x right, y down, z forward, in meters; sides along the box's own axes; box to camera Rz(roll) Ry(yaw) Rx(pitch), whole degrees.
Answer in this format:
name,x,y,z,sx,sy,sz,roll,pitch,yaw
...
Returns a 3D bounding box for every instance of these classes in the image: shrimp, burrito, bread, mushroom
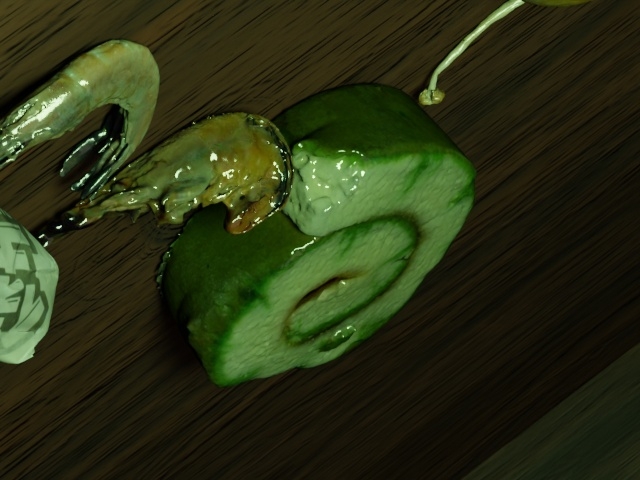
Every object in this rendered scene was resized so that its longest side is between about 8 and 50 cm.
name,x,y,z,sx,sy,sz,roll,pitch,yaw
shrimp,-0.229,-0.090,1.380,0.219,0.046,0.152,-34,150,-31
shrimp,-0.141,-0.036,1.506,0.262,0.117,0.066,-32,175,-14
burrito,-0.344,-0.010,1.283,0.101,0.139,0.445,-4,158,18
bread,0.000,0.000,1.722,0.366,0.129,0.382,-31,151,-15
mushroom,0.207,-0.253,1.714,0.286,0.028,0.026,-47,-173,1

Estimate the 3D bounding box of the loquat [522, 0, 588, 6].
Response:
name,x,y,z,sx,sy,sz,roll,pitch,yaw
loquat,0.235,-0.312,1.496,0.227,0.179,0.179,-19,147,-33
